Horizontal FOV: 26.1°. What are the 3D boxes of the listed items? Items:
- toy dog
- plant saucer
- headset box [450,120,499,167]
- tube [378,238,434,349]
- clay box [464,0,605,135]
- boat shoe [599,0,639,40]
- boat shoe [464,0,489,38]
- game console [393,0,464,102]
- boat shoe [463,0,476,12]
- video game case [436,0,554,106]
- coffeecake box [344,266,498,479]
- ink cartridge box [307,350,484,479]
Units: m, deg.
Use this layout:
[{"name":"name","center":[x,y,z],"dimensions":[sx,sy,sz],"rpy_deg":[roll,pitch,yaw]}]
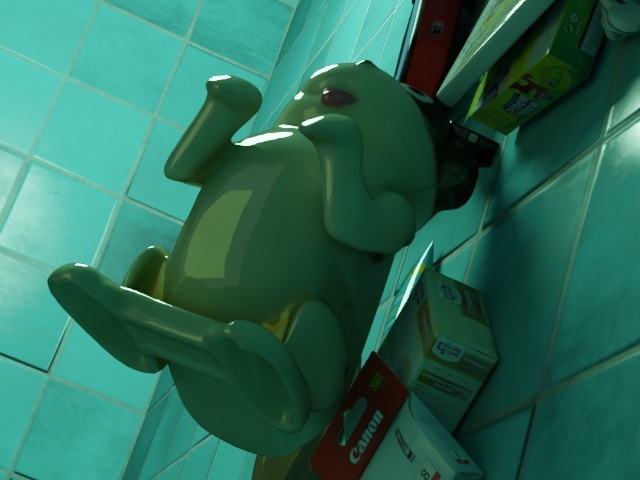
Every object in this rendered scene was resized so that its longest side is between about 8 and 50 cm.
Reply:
[{"name":"toy dog","center":[0.000,0.000,1.414],"dimensions":[0.284,0.395,0.408],"rpy_deg":[12,59,39]},{"name":"plant saucer","center":[-0.026,0.240,1.774],"dimensions":[0.278,0.041,0.278],"rpy_deg":[-62,11,22]},{"name":"headset box","center":[0.158,-0.109,1.566],"dimensions":[0.032,0.062,0.083],"rpy_deg":[-66,12,-2]},{"name":"tube","center":[0.098,0.082,1.519],"dimensions":[0.080,0.052,0.207],"rpy_deg":[-52,12,31]},{"name":"clay box","center":[0.227,-0.195,1.438],"dimensions":[0.127,0.053,0.222],"rpy_deg":[-67,9,-19]},{"name":"boat shoe","center":[0.279,-0.203,1.287],"dimensions":[0.100,0.035,0.035],"rpy_deg":[-100,8,-64]},{"name":"boat shoe","center":[0.226,-0.353,1.710],"dimensions":[0.229,0.076,0.080],"rpy_deg":[-62,12,20]},{"name":"game console","center":[0.126,-0.248,1.878],"dimensions":[0.342,0.060,0.387],"rpy_deg":[113,174,-53]},{"name":"boat shoe","center":[0.224,-0.343,1.787],"dimensions":[0.125,0.046,0.038],"rpy_deg":[-51,13,28]},{"name":"video game case","center":[0.219,-0.267,1.448],"dimensions":[0.227,0.026,0.206],"rpy_deg":[-46,11,52]},{"name":"coffeecake box","center":[0.093,0.142,1.345],"dimensions":[0.142,0.068,0.185],"rpy_deg":[-90,26,-66]},{"name":"ink cartridge box","center":[0.052,0.207,1.249],"dimensions":[0.179,0.045,0.145],"rpy_deg":[46,117,39]}]
